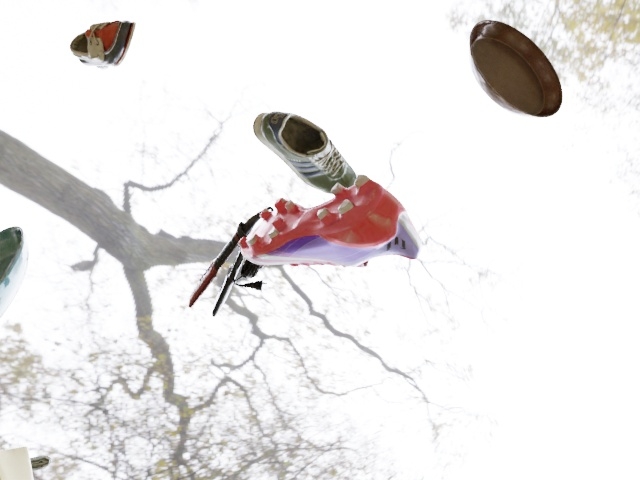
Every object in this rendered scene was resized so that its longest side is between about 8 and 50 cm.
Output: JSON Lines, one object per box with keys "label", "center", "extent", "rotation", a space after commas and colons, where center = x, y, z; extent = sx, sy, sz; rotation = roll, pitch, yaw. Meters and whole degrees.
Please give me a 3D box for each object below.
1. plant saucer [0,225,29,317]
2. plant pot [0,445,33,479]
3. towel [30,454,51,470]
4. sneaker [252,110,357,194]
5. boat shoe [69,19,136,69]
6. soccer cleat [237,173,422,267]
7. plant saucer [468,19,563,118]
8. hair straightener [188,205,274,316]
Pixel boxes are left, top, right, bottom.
{"label": "plant saucer", "center": [-0.524, 0.111, 1.101], "extent": [0.318, 0.043, 0.317], "rotation": [-32, -150, 21]}
{"label": "plant pot", "center": [-0.356, 0.277, 0.829], "extent": [0.081, 0.081, 0.083], "rotation": [-23, -102, 1]}
{"label": "towel", "center": [-0.471, 0.344, 1.161], "extent": [0.113, 0.152, 0.023], "rotation": [-4, -103, -28]}
{"label": "sneaker", "center": [-0.008, -0.128, 1.153], "extent": [0.192, 0.086, 0.064], "rotation": [35, -105, -24]}
{"label": "boat shoe", "center": [-0.238, -0.217, 0.846], "extent": [0.043, 0.137, 0.049], "rotation": [24, -100, -30]}
{"label": "soccer cleat", "center": [0.000, 0.000, 0.811], "extent": [0.095, 0.248, 0.083], "rotation": [46, -122, -19]}
{"label": "plant saucer", "center": [0.270, -0.236, 1.092], "extent": [0.029, 0.169, 0.168], "rotation": [-43, -113, 47]}
{"label": "hair straightener", "center": [-0.115, 0.038, 1.164], "extent": [0.089, 0.047, 0.230], "rotation": [26, -56, -15]}
